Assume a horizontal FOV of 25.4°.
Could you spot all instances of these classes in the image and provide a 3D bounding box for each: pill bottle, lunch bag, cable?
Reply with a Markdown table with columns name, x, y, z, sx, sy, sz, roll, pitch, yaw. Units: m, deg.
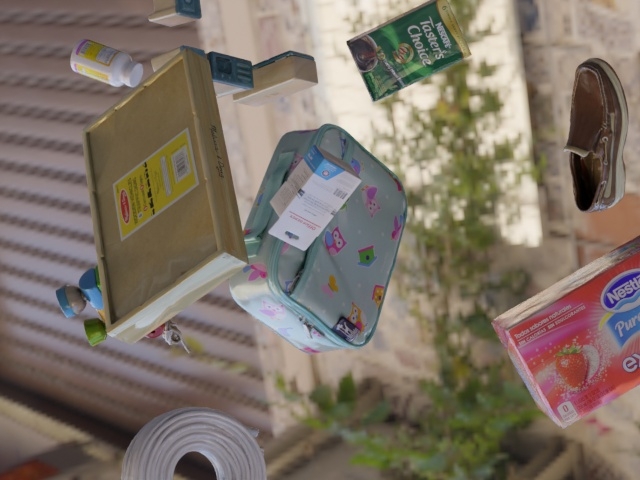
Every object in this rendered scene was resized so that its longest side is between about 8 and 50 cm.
| name | x | y | z | sx | sy | sz | roll | pitch | yaw |
| --- | --- | --- | --- | --- | --- | --- | --- | --- | --- |
| pill bottle | -0.259 | -0.213 | 1.722 | 0.083 | 0.043 | 0.043 | 22 | -152 | 18 |
| lunch bag | 0.000 | 0.000 | 1.862 | 0.107 | 0.224 | 0.279 | -5 | -124 | 39 |
| cable | -0.220 | 0.422 | 2.493 | 0.257 | 0.257 | 0.089 | 20 | 162 | -21 |

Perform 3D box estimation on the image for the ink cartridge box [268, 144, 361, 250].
| name | x | y | z | sx | sy | sz | roll | pitch | yaw |
| --- | --- | --- | --- | --- | --- | --- | --- | --- | --- |
| ink cartridge box | -0.010 | -0.037 | 1.242 | 0.048 | 0.083 | 0.028 | 28 | -162 | -37 |

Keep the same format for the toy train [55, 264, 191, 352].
| name | x | y | z | sx | sy | sz | roll | pitch | yaw |
| --- | --- | --- | --- | --- | --- | --- | --- | --- | --- |
| toy train | -0.331 | 0.139 | 2.384 | 0.143 | 0.248 | 0.105 | -22 | -140 | 5 |

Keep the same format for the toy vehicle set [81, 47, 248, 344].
| name | x | y | z | sx | sy | sz | roll | pitch | yaw |
| --- | --- | --- | --- | --- | --- | --- | --- | --- | --- |
| toy vehicle set | -0.164 | -0.049 | 1.446 | 0.166 | 0.035 | 0.267 | -33 | -129 | 27 |

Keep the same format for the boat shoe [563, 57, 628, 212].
| name | x | y | z | sx | sy | sz | roll | pitch | yaw |
| --- | --- | --- | --- | --- | --- | --- | --- | --- | --- |
| boat shoe | 0.443 | -0.164 | 2.309 | 0.095 | 0.258 | 0.095 | -26 | -155 | -36 |

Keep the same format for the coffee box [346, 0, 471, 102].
| name | x | y | z | sx | sy | sz | roll | pitch | yaw |
| --- | --- | --- | --- | --- | --- | --- | --- | --- | --- |
| coffee box | 0.147 | -0.320 | 2.358 | 0.184 | 0.113 | 0.040 | -24 | -166 | 4 |

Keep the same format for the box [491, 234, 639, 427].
| name | x | y | z | sx | sy | sz | roll | pitch | yaw |
| --- | --- | --- | --- | --- | --- | --- | --- | --- | --- |
| box | 0.382 | 0.092 | 1.768 | 0.300 | 0.142 | 0.154 | -30 | -179 | 1 |

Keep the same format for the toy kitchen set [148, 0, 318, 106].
| name | x | y | z | sx | sy | sz | roll | pitch | yaw |
| --- | --- | --- | --- | --- | --- | --- | --- | --- | --- |
| toy kitchen set | -0.121 | -0.291 | 1.946 | 0.122 | 0.166 | 0.207 | -15 | 167 | 38 |
